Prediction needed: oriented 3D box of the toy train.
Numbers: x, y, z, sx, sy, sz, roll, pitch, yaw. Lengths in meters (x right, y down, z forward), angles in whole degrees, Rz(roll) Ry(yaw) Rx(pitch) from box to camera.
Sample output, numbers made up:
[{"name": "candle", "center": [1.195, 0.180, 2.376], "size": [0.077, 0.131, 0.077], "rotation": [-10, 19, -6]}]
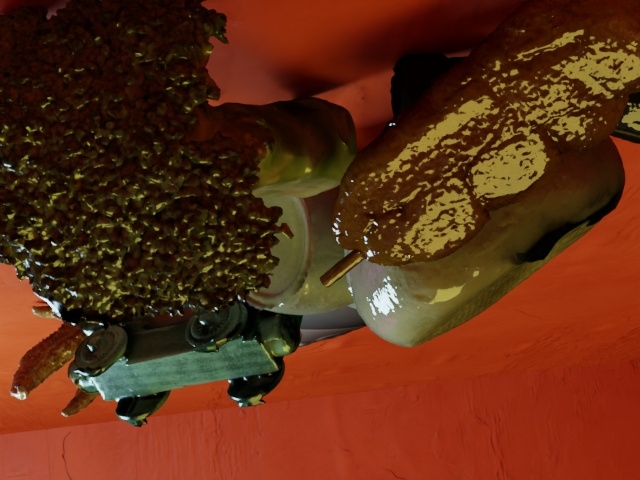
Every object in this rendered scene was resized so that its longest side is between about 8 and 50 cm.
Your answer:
[{"name": "toy train", "center": [-0.149, 0.094, 1.518], "size": [0.301, 0.202, 0.120], "rotation": [-15, 131, 28]}]

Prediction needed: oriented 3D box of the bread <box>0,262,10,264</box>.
[{"name": "bread", "center": [-0.325, -0.034, 1.293], "size": [0.139, 0.084, 0.074], "rotation": [21, -174, 36]}]

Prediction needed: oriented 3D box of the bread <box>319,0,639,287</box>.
[{"name": "bread", "center": [0.113, -0.073, 0.992], "size": [0.124, 0.084, 0.344], "rotation": [39, 120, -17]}]

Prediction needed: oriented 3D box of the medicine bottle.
[{"name": "medicine bottle", "center": [0.000, 0.000, 1.324], "size": [0.143, 0.147, 0.147], "rotation": [0, 165, -40]}]

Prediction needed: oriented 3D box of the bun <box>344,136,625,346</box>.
[{"name": "bun", "center": [0.129, -0.036, 1.199], "size": [0.283, 0.179, 0.283], "rotation": [-33, 170, -6]}]

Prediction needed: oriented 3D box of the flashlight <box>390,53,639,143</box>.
[{"name": "flashlight", "center": [0.171, -0.119, 1.068], "size": [0.232, 0.093, 0.093], "rotation": [-1, 166, -5]}]

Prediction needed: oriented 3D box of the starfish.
[{"name": "starfish", "center": [-0.256, 0.111, 1.692], "size": [0.302, 0.060, 0.299], "rotation": [-18, -155, -12]}]

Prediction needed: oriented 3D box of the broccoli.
[{"name": "broccoli", "center": [-0.076, -0.061, 0.956], "size": [0.361, 0.221, 0.252], "rotation": [-10, 179, -41]}]

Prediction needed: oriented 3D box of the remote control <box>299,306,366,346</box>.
[{"name": "remote control", "center": [0.013, 0.073, 1.728], "size": [0.221, 0.103, 0.332], "rotation": [-13, 172, -42]}]
